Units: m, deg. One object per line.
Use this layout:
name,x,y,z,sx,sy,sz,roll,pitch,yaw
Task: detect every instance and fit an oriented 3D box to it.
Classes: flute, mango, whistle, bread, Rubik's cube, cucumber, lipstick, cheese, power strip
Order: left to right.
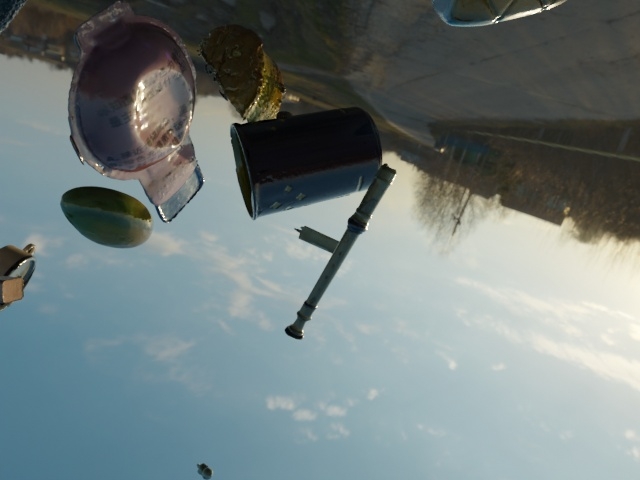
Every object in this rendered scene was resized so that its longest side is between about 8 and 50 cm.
lipstick,-0.625,0.087,0.864,0.145,0.045,0.045,3,-175,15
cucumber,-0.805,-0.607,1.189,0.072,0.300,0.072,44,-153,-29
mango,-0.408,-0.044,0.905,0.130,0.091,0.195,-20,153,22
cheese,-0.200,-0.132,0.554,0.074,0.286,0.189,25,-118,19
whistle,-0.367,0.726,1.472,0.035,0.035,0.100,5,175,-36
bread,-0.171,-0.395,1.092,0.160,0.147,0.260,31,-157,-56
power strip,0.000,0.000,1.482,0.191,0.047,0.030,24,-176,12
flute,0.022,0.017,0.533,0.027,0.233,0.027,27,-162,-9
Rubik's cube,0.231,-0.411,0.726,0.254,0.254,0.254,16,-164,-5

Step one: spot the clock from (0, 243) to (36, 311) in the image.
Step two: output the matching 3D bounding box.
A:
clock,-0.735,0.091,1.089,0.063,0.155,0.229,29,-143,-5

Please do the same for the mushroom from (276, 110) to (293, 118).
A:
mushroom,-0.138,-0.354,1.426,0.052,0.123,0.123,44,-174,-22

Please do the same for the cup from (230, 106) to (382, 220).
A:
cup,-0.040,-0.168,0.923,0.256,0.178,0.255,-14,-153,-16
